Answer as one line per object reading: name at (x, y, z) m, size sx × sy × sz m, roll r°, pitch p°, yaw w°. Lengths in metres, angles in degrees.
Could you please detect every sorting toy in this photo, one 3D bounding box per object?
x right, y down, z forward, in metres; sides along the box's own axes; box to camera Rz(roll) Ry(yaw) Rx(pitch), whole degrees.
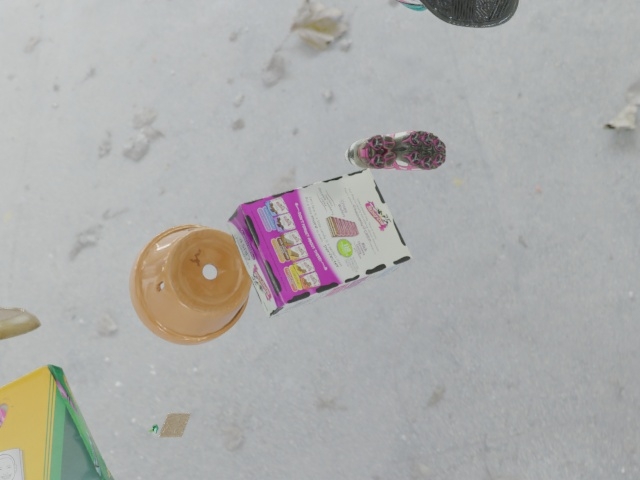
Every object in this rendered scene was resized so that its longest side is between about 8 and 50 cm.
sorting toy at (-0.305, 0.370, 1.601) m, size 0.012 × 0.083 × 0.062 m, roll 38°, pitch 108°, yaw 44°

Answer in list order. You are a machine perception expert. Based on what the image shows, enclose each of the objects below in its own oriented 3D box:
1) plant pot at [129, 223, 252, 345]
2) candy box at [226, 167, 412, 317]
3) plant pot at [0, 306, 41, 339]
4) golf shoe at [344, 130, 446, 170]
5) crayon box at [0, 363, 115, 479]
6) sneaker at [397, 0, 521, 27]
plant pot at (-0.282, 0.091, 1.851) m, size 0.290 × 0.203 × 0.291 m, roll 5°, pitch 77°, yaw -23°
candy box at (0.000, 0.000, 1.173) m, size 0.233 × 0.071 × 0.159 m, roll -17°, pitch 77°, yaw -30°
plant pot at (-0.640, 0.156, 1.465) m, size 0.236 × 0.236 × 0.033 m, roll -1°, pitch 97°, yaw 20°
golf shoe at (0.129, -0.153, 1.360) m, size 0.086 × 0.186 × 0.068 m, roll 6°, pitch 96°, yaw 61°
crayon box at (-0.413, 0.287, 0.958) m, size 0.278 × 0.081 × 0.165 m, roll -27°, pitch 81°, yaw -10°
sneaker at (0.176, -0.382, 1.162) m, size 0.295 × 0.178 × 0.124 m, roll 29°, pitch 118°, yaw 25°
